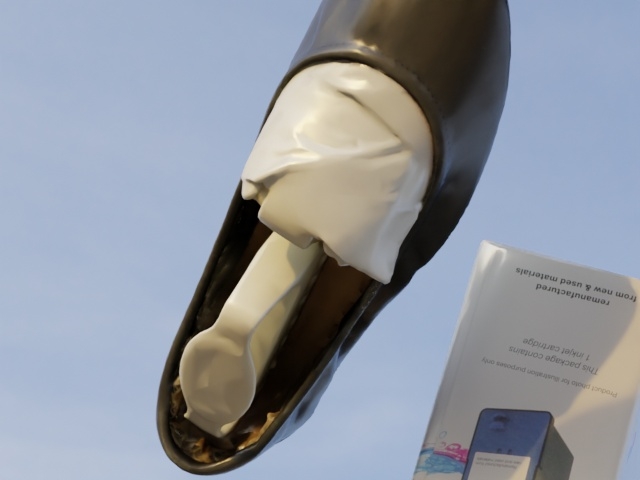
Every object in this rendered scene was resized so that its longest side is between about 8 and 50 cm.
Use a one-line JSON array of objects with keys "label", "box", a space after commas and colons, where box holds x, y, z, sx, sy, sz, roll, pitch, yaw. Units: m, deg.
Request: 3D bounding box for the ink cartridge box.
[{"label": "ink cartridge box", "box": [0.098, 0.129, 0.858, 0.093, 0.212, 0.154, 15, -16, 17]}]

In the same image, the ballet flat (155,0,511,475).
[{"label": "ballet flat", "box": [0.000, 0.000, 0.769, 0.095, 0.096, 0.280, 30, -57, 9]}]
